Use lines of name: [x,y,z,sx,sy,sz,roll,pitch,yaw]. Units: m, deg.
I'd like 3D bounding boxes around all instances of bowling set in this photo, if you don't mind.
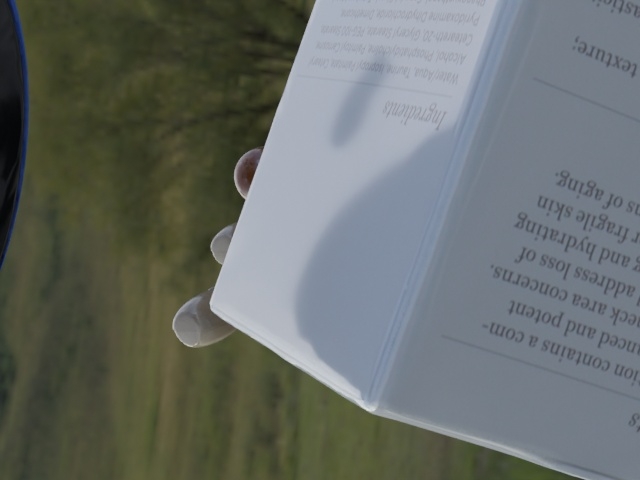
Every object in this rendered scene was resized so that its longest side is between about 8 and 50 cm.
bowling set: [0.000,0.000,1.498,0.154,0.287,0.200,-30,-59,-54]

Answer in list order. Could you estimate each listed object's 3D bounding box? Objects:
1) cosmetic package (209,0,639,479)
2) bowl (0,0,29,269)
cosmetic package: [0.172,-0.058,1.139,0.327,0.329,0.393,22,92,66]
bowl: [-0.315,-0.051,1.135,0.391,0.077,0.391,11,-90,-76]
